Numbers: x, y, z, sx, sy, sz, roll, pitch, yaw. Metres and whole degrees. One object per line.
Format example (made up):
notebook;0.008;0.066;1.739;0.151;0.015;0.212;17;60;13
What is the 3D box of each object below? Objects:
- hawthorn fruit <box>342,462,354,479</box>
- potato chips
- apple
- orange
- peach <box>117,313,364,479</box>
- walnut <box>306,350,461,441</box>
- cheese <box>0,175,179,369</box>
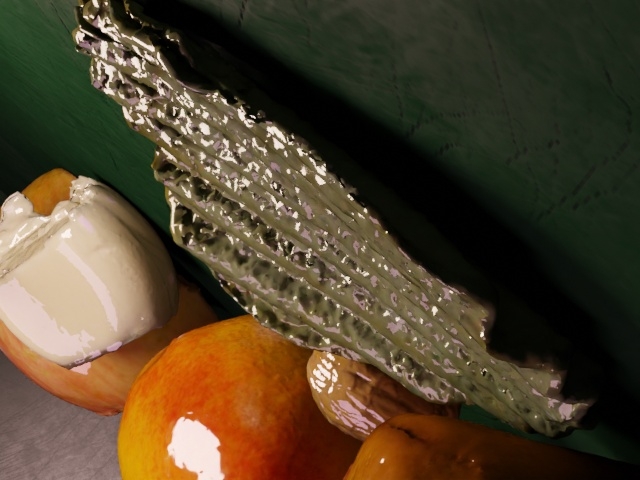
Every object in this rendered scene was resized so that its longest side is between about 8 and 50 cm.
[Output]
hawthorn fruit;0.127;0.306;1.284;0.300;0.275;0.275;30;169;7
potato chips;0.000;0.000;0.979;0.429;0.070;0.358;34;165;29
apple;-0.321;0.063;2.192;0.309;0.314;0.252;44;-148;-19
orange;0.120;0.212;0.960;0.249;0.183;0.249;14;176;1
peach;-0.065;0.210;1.566;0.289;0.289;0.308;39;180;12
walnut;0.050;0.109;1.186;0.124;0.105;0.105;38;170;15
cheese;-0.306;0.039;1.955;0.266;0.127;0.233;-26;107;41
